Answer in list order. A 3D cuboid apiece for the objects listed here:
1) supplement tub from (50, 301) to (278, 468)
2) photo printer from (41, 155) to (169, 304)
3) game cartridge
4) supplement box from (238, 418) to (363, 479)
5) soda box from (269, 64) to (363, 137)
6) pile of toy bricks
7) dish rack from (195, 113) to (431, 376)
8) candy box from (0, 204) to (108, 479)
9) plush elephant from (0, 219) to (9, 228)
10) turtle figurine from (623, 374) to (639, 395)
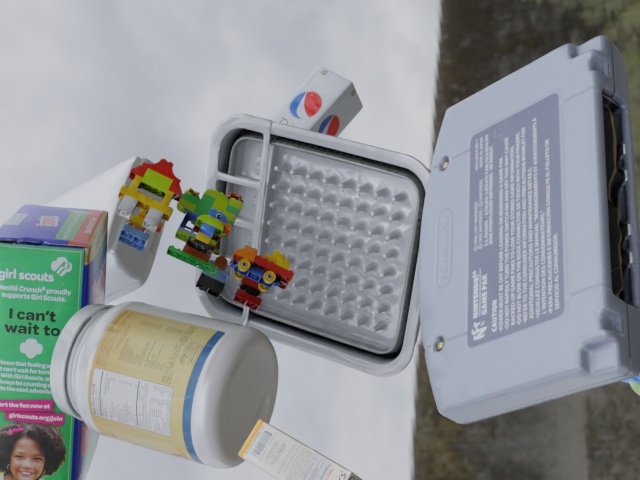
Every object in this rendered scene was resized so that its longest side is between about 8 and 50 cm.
[{"bbox_3d":[-0.159,0.142,1.179,0.144,0.200,0.144,-35,-50,-56],"label":"supplement tub"},{"bbox_3d":[-0.394,0.020,1.821,0.107,0.308,0.256,49,-150,-30],"label":"photo printer"},{"bbox_3d":[0.163,-0.005,0.933,0.060,0.196,0.294,28,-125,-36],"label":"game cartridge"},{"bbox_3d":[-0.009,0.188,0.930,0.036,0.098,0.062,-58,-34,-11],"label":"supplement box"},{"bbox_3d":[-0.034,-0.160,1.754,0.216,0.074,0.069,-50,-33,-13],"label":"soda box"},{"bbox_3d":[-0.125,-0.016,1.320,0.105,0.212,0.118,-66,5,-29],"label":"pile of toy bricks"},{"bbox_3d":[0.000,0.000,1.469,0.072,0.333,0.285,-16,-62,-57],"label":"dish rack"},{"bbox_3d":[-0.327,0.130,1.387,0.268,0.122,0.317,-115,28,-78],"label":"candy box"},{"bbox_3d":[-0.679,0.060,2.132,0.272,0.330,0.255,16,-89,-53],"label":"plush elephant"},{"bbox_3d":[0.472,0.066,1.320,0.266,0.198,0.275,-70,14,-15],"label":"turtle figurine"}]
